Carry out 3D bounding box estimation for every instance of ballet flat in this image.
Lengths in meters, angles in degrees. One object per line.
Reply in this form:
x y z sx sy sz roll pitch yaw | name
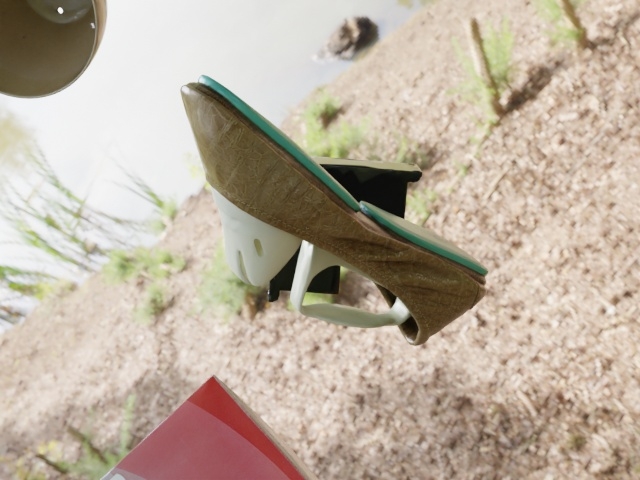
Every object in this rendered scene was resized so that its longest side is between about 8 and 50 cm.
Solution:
0.000 0.000 0.773 0.124 0.342 0.116 -55 35 5 | ballet flat

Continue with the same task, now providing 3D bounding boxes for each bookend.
0.025 -0.011 1.017 0.072 0.157 0.156 -87 0 -78 | bookend

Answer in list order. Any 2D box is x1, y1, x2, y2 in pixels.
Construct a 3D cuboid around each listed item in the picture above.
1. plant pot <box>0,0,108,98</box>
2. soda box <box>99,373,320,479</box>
-0.467 -0.400 1.506 0.284 0.284 0.191 -38 17 26 | plant pot
0.021 0.174 0.337 0.083 0.092 0.263 -43 61 -9 | soda box
